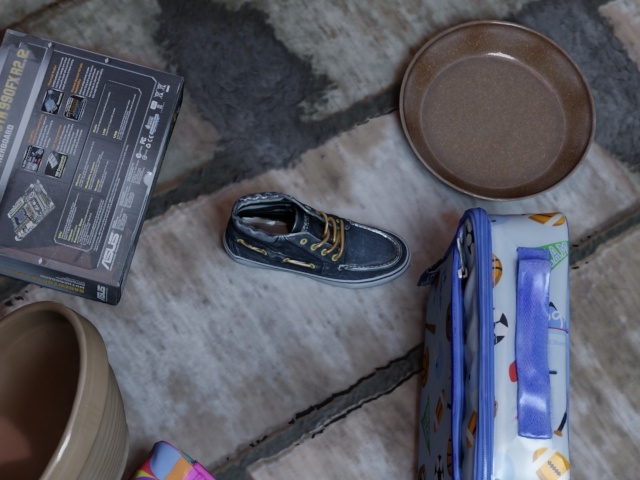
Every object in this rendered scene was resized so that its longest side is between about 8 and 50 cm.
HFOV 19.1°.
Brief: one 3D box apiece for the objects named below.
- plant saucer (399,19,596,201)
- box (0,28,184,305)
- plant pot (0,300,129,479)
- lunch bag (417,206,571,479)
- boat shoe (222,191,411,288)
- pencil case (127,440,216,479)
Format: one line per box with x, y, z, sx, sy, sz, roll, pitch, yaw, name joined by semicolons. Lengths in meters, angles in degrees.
0.175;-0.125;1.901;0.198;0.036;0.199;2;69;-5;plant saucer
-0.248;-0.071;1.820;0.183;0.056;0.231;15;68;0;box
-0.244;0.181;1.665;0.109;0.237;0.237;32;63;-34;plant pot
0.156;0.121;1.692;0.115;0.243;0.303;3;69;-6;lunch bag
0.000;0.000;1.806;0.183;0.083;0.065;6;68;-5;boat shoe
-0.177;0.288;1.667;0.104;0.104;0.236;36;68;8;pencil case
